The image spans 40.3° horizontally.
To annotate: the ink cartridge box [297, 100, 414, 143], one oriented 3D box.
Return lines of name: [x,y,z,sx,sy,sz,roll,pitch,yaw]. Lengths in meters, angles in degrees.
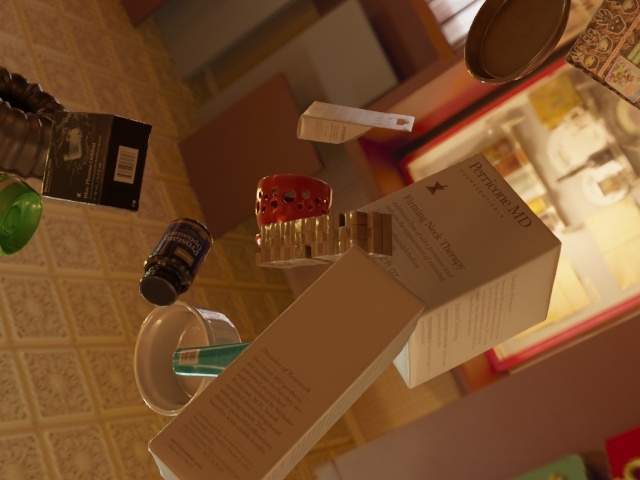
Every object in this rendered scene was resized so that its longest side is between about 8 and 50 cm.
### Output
ink cartridge box: [0.079,-0.246,1.883,0.232,0.066,0.189,13,-161,4]

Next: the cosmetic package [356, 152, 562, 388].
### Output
cosmetic package: [0.294,0.071,2.052,0.329,0.394,0.327,56,166,35]

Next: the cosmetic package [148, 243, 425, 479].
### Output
cosmetic package: [-0.049,0.241,1.396,0.161,0.453,0.230,41,157,14]

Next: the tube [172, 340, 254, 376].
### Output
tube: [-0.179,0.228,1.649,0.052,0.207,0.080,7,-100,-67]

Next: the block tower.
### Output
block tower: [0.000,0.000,1.864,0.091,0.335,0.097,10,-103,-43]

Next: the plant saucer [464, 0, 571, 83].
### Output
plant saucer: [0.421,-0.452,1.848,0.041,0.278,0.277,24,-140,-33]

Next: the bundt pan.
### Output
bundt pan: [-0.695,-0.281,1.944,0.331,0.124,0.331,31,-159,-13]

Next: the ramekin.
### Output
ramekin: [-0.320,0.289,2.140,0.135,0.277,0.277,13,-130,-49]

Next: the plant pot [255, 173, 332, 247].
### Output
plant pot: [-0.070,-0.057,2.191,0.191,0.191,0.174,23,-115,-53]

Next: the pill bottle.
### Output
pill bottle: [-0.347,0.053,2.076,0.123,0.123,0.219,49,-146,-21]

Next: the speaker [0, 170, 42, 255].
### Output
speaker: [-0.580,-0.082,1.328,0.297,0.131,0.131,23,-159,11]

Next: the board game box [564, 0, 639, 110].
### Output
board game box: [0.558,-0.260,1.333,0.291,0.141,0.232,39,-152,16]

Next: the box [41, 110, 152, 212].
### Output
box: [-0.389,-0.138,1.509,0.093,0.158,0.155,9,-90,-54]
